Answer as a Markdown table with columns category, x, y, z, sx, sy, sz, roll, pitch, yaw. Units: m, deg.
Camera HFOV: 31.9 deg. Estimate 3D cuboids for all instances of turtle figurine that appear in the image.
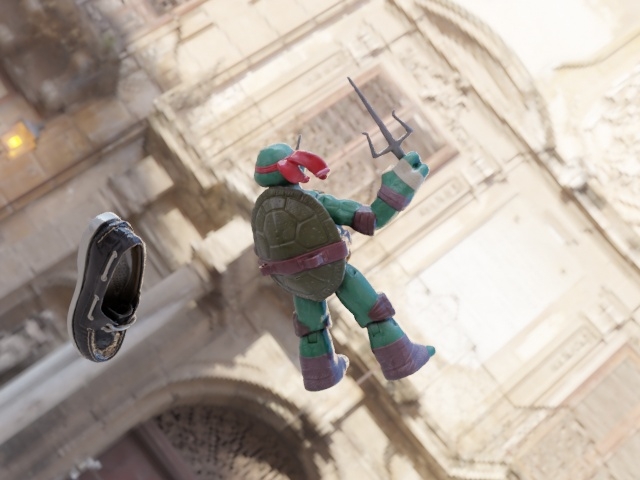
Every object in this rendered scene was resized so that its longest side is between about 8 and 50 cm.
| category | x | y | z | sx | sy | sz | roll | pitch | yaw |
| --- | --- | --- | --- | --- | --- | --- | --- | --- | --- |
| turtle figurine | 0.000 | 0.000 | 0.878 | 0.175 | 0.118 | 0.234 | -5 | -72 | 45 |

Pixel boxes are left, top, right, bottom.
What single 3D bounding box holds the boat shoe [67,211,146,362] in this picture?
| category | x | y | z | sx | sy | sz | roll | pitch | yaw |
| --- | --- | --- | --- | --- | --- | --- | --- | --- | --- |
| boat shoe | -0.144 | 0.040 | 0.773 | 0.038 | 0.046 | 0.125 | 34 | -54 | 29 |
